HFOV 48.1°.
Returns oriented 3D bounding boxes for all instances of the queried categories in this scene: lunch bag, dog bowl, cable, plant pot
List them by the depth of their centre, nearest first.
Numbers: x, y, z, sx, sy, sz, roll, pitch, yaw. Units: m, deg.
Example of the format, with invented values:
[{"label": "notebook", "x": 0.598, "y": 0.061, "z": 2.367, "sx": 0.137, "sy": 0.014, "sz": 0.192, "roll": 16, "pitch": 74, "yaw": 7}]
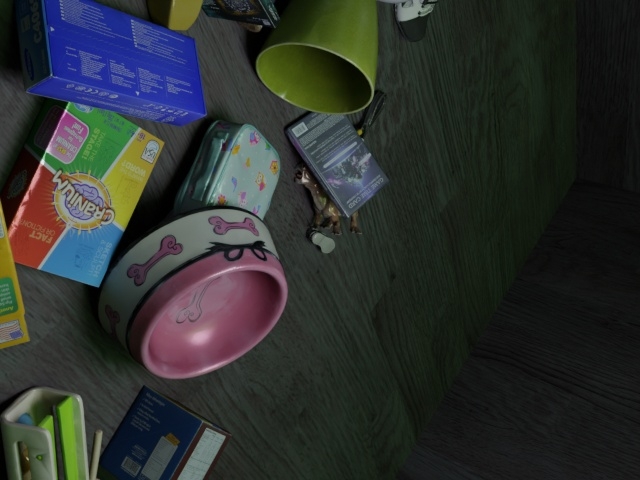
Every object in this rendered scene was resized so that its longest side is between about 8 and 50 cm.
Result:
[{"label": "plant pot", "x": -0.280, "y": -0.447, "z": 1.368, "sx": 0.081, "sy": 0.082, "sz": 0.083, "roll": -19, "pitch": 131, "yaw": -50}, {"label": "dog bowl", "x": -0.248, "y": 0.128, "z": 1.513, "sx": 0.408, "sy": 0.150, "sz": 0.408, "roll": -27, "pitch": 146, "yaw": -20}, {"label": "lunch bag", "x": -0.205, "y": -0.122, "z": 1.595, "sx": 0.224, "sy": 0.108, "sz": 0.279, "roll": 42, "pitch": 64, "yaw": -57}, {"label": "plant pot", "x": 0.022, "y": -0.488, "z": 1.654, "sx": 0.275, "sy": 0.275, "sz": 0.293, "roll": 45, "pitch": 56, "yaw": -55}, {"label": "cable", "x": 0.127, "y": -0.302, "z": 2.042, "sx": 0.287, "sy": 0.072, "sz": 0.139, "roll": -48, "pitch": 147, "yaw": -30}]

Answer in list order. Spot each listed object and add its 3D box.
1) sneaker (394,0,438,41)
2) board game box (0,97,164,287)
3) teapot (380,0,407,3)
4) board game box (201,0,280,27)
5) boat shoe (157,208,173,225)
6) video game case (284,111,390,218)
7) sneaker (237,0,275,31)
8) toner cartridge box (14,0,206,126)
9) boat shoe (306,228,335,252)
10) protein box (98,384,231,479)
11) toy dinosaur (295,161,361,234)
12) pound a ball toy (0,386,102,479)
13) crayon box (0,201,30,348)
[{"label": "sneaker", "x": 0.292, "y": -0.706, "z": 2.001, "sx": 0.122, "sy": 0.146, "sz": 0.330, "roll": -43, "pitch": 140, "yaw": -37}, {"label": "board game box", "x": -0.448, "y": -0.093, "z": 1.324, "sx": 0.242, "sy": 0.064, "sz": 0.316, "roll": 29, "pitch": 82, "yaw": -57}, {"label": "teapot", "x": 0.148, "y": -0.688, "z": 1.776, "sx": 0.256, "sy": 0.187, "sz": 0.252, "roll": 40, "pitch": 52, "yaw": -29}, {"label": "board game box", "x": -0.178, "y": -0.477, "z": 1.396, "sx": 0.026, "sy": 0.186, "sz": 0.126, "roll": -60, "pitch": 147, "yaw": -16}, {"label": "boat shoe", "x": -0.328, "y": -0.027, "z": 1.561, "sx": 0.100, "sy": 0.035, "sz": 0.035, "roll": -54, "pitch": 144, "yaw": -24}, {"label": "video game case", "x": 0.049, "y": -0.217, "z": 1.871, "sx": 0.196, "sy": 0.026, "sz": 0.274, "roll": -40, "pitch": 100, "yaw": -37}, {"label": "sneaker", "x": -0.161, "y": -0.566, "z": 1.452, "sx": 0.153, "sy": 0.099, "sz": 0.282, "roll": -59, "pitch": 153, "yaw": -8}, {"label": "toner cartridge box", "x": -0.356, "y": -0.314, "z": 1.268, "sx": 0.348, "sy": 0.075, "sz": 0.165, "roll": 4, "pitch": 72, "yaw": -56}, {"label": "boat shoe", "x": 0.000, "y": 0.000, "z": 2.052, "sx": 0.046, "sy": 0.038, "sz": 0.125, "roll": -51, "pitch": 146, "yaw": 6}, {"label": "protein box", "x": -0.354, "y": 0.477, "z": 1.643, "sx": 0.201, "sy": 0.200, "sz": 0.136, "roll": -60, "pitch": 146, "yaw": -14}, {"label": "toy dinosaur", "x": 0.050, "y": -0.123, "z": 1.989, "sx": 0.296, "sy": 0.127, "sz": 0.200, "roll": -2, "pitch": 102, "yaw": -61}, {"label": "pound a ball toy", "x": -0.541, "y": 0.443, "z": 1.450, "sx": 0.208, "sy": 0.136, "sz": 0.319, "roll": -60, "pitch": 156, "yaw": -64}, {"label": "crayon box", "x": -0.590, "y": 0.034, "z": 1.113, "sx": 0.203, "sy": 0.083, "sz": 0.322, "roll": -15, "pitch": 121, "yaw": -27}]
